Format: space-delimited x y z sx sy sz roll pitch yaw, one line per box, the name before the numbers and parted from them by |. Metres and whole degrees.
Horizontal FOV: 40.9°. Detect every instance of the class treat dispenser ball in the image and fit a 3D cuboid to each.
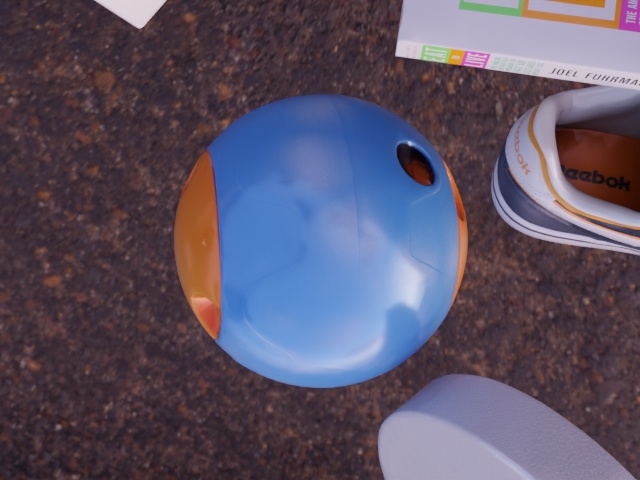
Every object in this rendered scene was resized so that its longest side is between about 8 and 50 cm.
treat dispenser ball | 0.000 0.000 0.851 0.288 0.288 0.288 3 119 6

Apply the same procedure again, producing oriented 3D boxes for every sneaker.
sneaker | 0.290 -0.040 0.614 0.321 0.126 0.127 4 163 6

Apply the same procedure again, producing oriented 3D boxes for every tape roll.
tape roll | 0.212 0.308 0.841 0.072 0.392 0.392 -34 117 -25

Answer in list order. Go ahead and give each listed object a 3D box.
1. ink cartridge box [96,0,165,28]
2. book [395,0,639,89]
ink cartridge box | -0.112 -0.158 0.343 0.067 0.198 0.115 -45 77 9
book | 0.109 -0.113 0.357 0.144 0.035 0.096 8 81 3
